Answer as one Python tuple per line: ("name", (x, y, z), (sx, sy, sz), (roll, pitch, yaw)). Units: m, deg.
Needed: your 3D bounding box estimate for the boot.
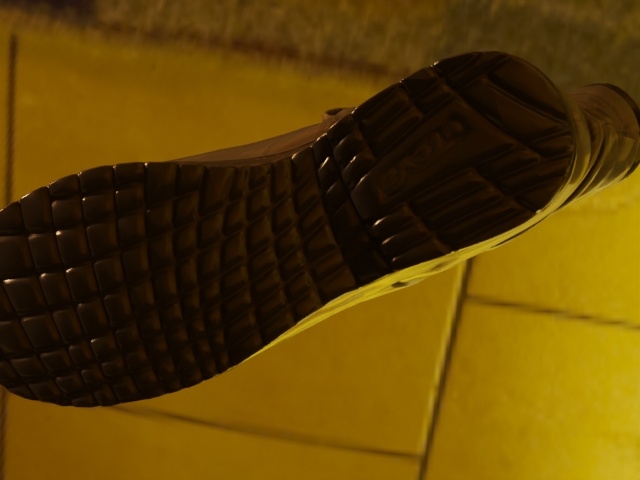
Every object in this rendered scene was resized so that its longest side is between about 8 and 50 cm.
("boot", (0.000, 0.000, 0.710), (0.246, 0.161, 0.083), (-18, 84, 16))
